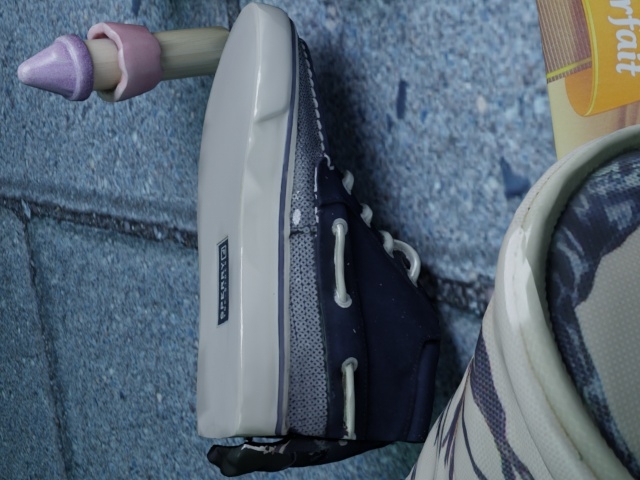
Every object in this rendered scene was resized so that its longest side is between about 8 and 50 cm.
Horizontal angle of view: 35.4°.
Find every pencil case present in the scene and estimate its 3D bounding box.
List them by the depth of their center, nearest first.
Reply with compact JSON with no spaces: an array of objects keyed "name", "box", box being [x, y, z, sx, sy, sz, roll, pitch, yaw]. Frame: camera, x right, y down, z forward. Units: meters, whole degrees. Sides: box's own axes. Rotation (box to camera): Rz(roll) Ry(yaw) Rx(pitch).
[{"name":"pencil case","box":[0.119,0.116,0.473,0.410,0.160,0.183,100,-178,-57]}]

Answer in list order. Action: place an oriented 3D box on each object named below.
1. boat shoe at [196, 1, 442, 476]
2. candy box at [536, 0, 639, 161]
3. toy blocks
[{"name":"boat shoe","box":[0.000,0.000,0.739,0.127,0.158,0.340,159,115,-63]},{"name":"candy box","box":[0.195,-0.117,0.464,0.183,0.087,0.316,2,104,52]},{"name":"toy blocks","box":[-0.178,-0.287,0.746,0.288,0.260,0.309,-35,75,52]}]
